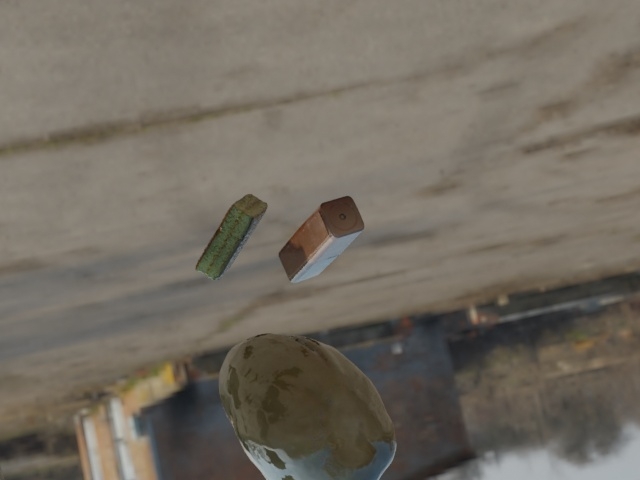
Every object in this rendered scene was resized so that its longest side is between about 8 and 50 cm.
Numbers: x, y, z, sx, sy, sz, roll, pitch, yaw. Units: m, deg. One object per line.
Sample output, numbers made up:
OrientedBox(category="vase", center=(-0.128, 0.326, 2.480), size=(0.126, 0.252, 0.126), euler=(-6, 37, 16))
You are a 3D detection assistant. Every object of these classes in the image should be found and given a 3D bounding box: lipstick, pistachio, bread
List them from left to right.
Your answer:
OrientedBox(category="bread", center=(-0.104, -0.005, 1.624), size=(0.094, 0.035, 0.090), euler=(-57, 179, 13))
OrientedBox(category="pistachio", center=(-0.018, 0.152, 1.181), size=(0.135, 0.136, 0.226), euler=(-9, -159, -24))
OrientedBox(category="lipstick", center=(0.000, 0.000, 1.525), size=(0.045, 0.045, 0.145), euler=(-20, 167, -26))

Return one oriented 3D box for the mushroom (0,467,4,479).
OrientedBox(category="mushroom", center=(-0.433, 0.323, 1.682), size=(0.097, 0.212, 0.088), euler=(-10, 148, -5))
